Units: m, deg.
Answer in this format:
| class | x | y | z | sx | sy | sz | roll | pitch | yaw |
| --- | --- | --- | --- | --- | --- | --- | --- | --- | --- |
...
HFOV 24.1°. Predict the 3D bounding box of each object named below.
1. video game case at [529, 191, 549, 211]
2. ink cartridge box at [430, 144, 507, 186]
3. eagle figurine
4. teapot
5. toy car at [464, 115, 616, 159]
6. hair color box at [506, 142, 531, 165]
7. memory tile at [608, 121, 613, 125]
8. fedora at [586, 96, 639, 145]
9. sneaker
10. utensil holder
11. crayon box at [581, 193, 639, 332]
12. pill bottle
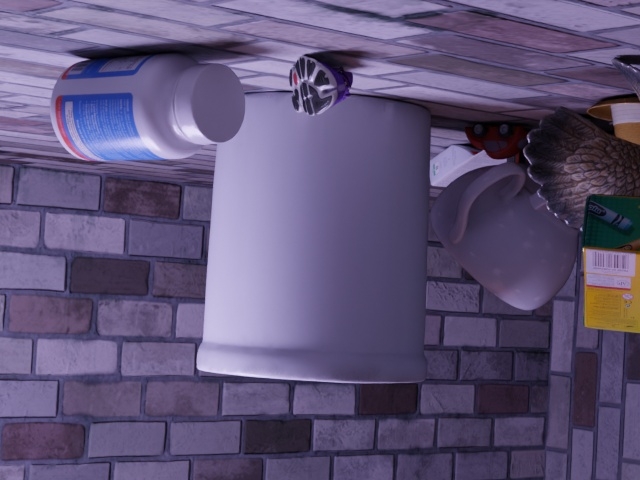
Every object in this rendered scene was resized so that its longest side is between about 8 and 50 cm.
| class | x | y | z | sx | sy | sz | roll | pitch | yaw |
| --- | --- | --- | --- | --- | --- | --- | --- | --- | --- |
| video game case | 0.441 | -0.094 | 2.165 | 0.206 | 0.026 | 0.227 | -33 | 157 | 33 |
| ink cartridge box | 0.316 | -0.144 | 2.558 | 0.181 | 0.056 | 0.225 | 4 | 159 | -25 |
| eagle figurine | 0.413 | -0.095 | 1.709 | 0.298 | 0.226 | 0.225 | -1 | -159 | -31 |
| teapot | 0.300 | -0.032 | 2.275 | 0.252 | 0.187 | 0.256 | 38 | -162 | -12 |
| toy car | 0.339 | -0.144 | 2.178 | 0.239 | 0.053 | 0.225 | 3 | 178 | -4 |
| hair color box | 0.368 | -0.125 | 2.400 | 0.141 | 0.072 | 0.043 | 3 | 179 | -21 |
| memory tile | 0.480 | -0.161 | 2.068 | 0.148 | 0.012 | 0.113 | 2 | 178 | 33 |
| fedora | 0.432 | -0.136 | 1.918 | 0.194 | 0.079 | 0.194 | 4 | 178 | 0 |
| sneaker | 0.007 | -0.185 | 1.740 | 0.071 | 0.068 | 0.170 | -12 | -171 | -8 |
| utensil holder | 0.000 | 0.000 | 2.130 | 0.327 | 0.385 | 0.327 | 4 | 178 | 0 |
| crayon box | 0.437 | 0.036 | 1.692 | 0.278 | 0.081 | 0.165 | 4 | 145 | 14 |
| pill bottle | -0.200 | -0.155 | 1.755 | 0.221 | 0.124 | 0.124 | 2 | 178 | 39 |
